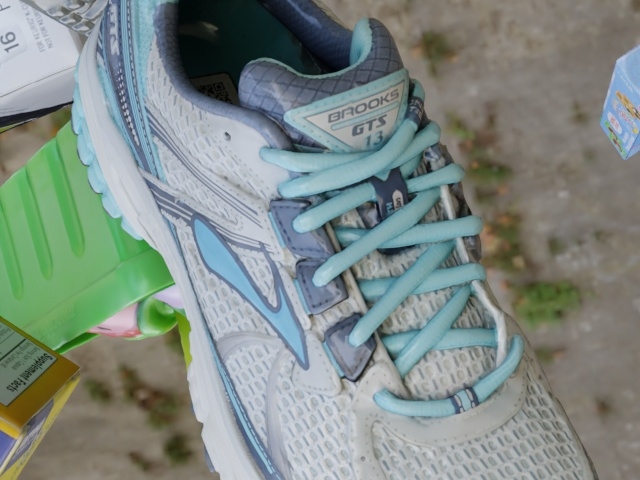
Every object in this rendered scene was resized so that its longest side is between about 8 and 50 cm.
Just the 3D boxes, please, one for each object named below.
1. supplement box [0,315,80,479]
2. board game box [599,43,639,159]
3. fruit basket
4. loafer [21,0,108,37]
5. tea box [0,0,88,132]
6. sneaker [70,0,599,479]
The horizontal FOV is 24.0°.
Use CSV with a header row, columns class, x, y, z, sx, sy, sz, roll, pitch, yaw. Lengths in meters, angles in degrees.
class,x,y,z,sx,sy,sz,roll,pitch,yaw
supplement box,-0.410,0.110,1.231,0.356,0.195,0.194,33,-170,-1
board game box,0.254,-0.123,0.946,0.039,0.160,0.211,56,-177,8
fruit basket,-0.111,0.057,1.386,0.392,0.283,0.392,33,136,38
loafer,-0.131,-0.161,0.604,0.251,0.094,0.087,35,-143,-58
tea box,-0.277,-0.148,0.886,0.329,0.323,0.220,-56,-56,-80
sneaker,0.000,0.000,0.498,0.283,0.110,0.122,53,148,24
